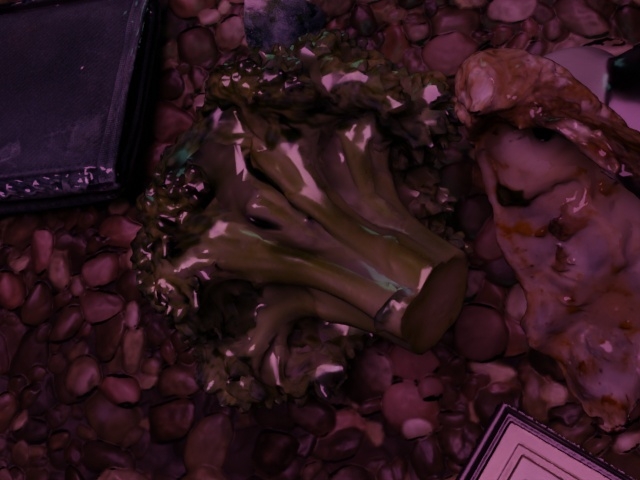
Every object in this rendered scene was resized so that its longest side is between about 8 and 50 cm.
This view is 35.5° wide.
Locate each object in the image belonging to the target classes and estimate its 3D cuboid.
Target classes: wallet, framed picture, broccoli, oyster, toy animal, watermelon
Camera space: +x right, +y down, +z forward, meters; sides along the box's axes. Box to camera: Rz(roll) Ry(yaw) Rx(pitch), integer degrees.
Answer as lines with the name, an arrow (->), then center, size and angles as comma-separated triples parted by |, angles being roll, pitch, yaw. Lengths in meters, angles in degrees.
wallet -> -0.322, -0.132, 1.002 | 0.342, 0.075, 0.237 | -5, 66, 20
framed picture -> 0.169, 0.251, 0.743 | 0.199, 0.010, 0.195 | 29, 84, 25
broccoli -> -0.001, -0.012, 0.761 | 0.260, 0.288, 0.235 | 9, 38, 21
oyster -> 0.183, 0.005, 0.705 | 0.166, 0.294, 0.094 | 17, 44, 34
toy animal -> 0.227, -0.090, 0.768 | 0.179, 0.138, 0.166 | -7, 61, 25
watermelon -> -0.038, -0.206, 0.947 | 0.085, 0.085, 0.061 | -45, 35, 1
